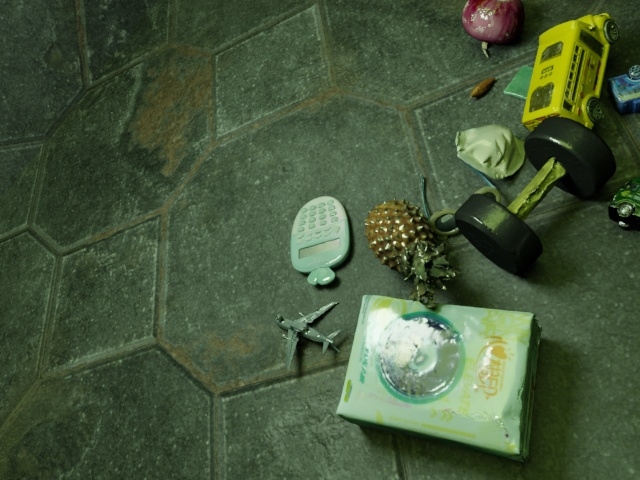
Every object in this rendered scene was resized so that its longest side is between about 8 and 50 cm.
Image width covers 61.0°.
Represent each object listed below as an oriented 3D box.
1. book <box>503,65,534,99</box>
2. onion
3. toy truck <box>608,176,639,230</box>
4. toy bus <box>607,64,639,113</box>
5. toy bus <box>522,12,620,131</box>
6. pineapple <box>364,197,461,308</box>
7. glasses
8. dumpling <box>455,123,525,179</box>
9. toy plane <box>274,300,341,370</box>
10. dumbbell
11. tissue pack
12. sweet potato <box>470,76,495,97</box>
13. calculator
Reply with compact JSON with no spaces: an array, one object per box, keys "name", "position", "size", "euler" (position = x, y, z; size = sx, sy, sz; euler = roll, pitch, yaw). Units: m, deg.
[{"name":"book","position":[0.585,-0.422,1.474],"size":[0.135,0.017,0.103],"euler":[33,83,37]},{"name":"onion","position":[0.496,-0.640,1.560],"size":[0.177,0.153,0.177],"euler":[1,72,-4]},{"name":"toy truck","position":[0.752,-0.048,1.133],"size":[0.259,0.088,0.121],"euler":[31,82,36]},{"name":"toy bus","position":[0.815,-0.373,1.283],"size":[0.236,0.079,0.094],"euler":[-12,60,23]},{"name":"toy bus","position":[0.606,-0.415,1.334],"size":[0.144,0.152,0.330],"euler":[-8,61,61]},{"name":"pineapple","position":[0.211,0.031,1.280],"size":[0.175,0.175,0.361],"euler":[-32,32,10]},{"name":"glasses","position":[0.340,-0.134,1.404],"size":[0.189,0.088,0.220],"euler":[-28,54,13]},{"name":"dumpling","position":[0.438,-0.222,1.383],"size":[0.181,0.111,0.155],"euler":[-4,66,13]},{"name":"toy plane","position":[-0.045,0.237,1.427],"size":[0.226,0.058,0.226],"euler":[19,58,35]},{"name":"dumbbell","position":[0.484,-0.103,1.235],"size":[0.322,0.204,0.204],"euler":[-46,52,-2]},{"name":"tissue pack","position":[0.254,0.286,1.172],"size":[0.388,0.162,0.287],"euler":[3,68,30]},{"name":"sweet potato","position":[0.459,-0.433,1.542],"size":[0.095,0.034,0.034],"euler":[-35,52,-7]},{"name":"calculator","position":[0.000,0.000,1.546],"size":[0.184,0.042,0.295],"euler":[-16,55,21]}]
